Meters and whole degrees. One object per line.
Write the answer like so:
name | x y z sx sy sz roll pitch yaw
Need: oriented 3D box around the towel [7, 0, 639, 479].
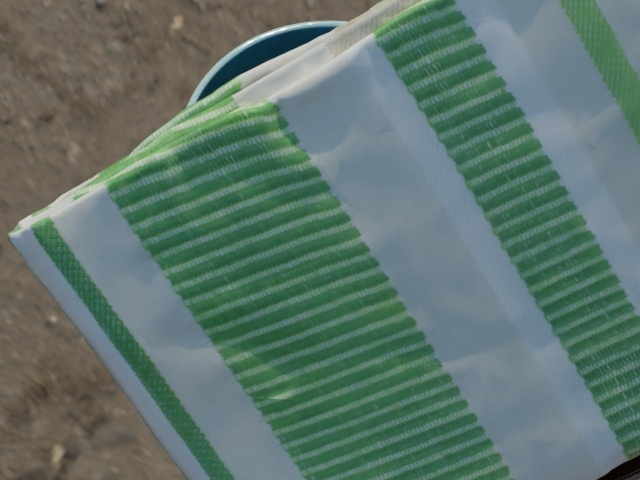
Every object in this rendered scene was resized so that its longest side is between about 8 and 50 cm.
towel | 0.067 0.004 0.687 0.325 0.038 0.248 -31 110 5

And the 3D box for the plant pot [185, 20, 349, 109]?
plant pot | 0.000 0.000 1.349 0.271 0.255 0.271 5 64 -10

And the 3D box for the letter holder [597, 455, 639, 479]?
letter holder | 0.241 0.109 1.664 0.214 0.152 0.302 -19 37 -14
